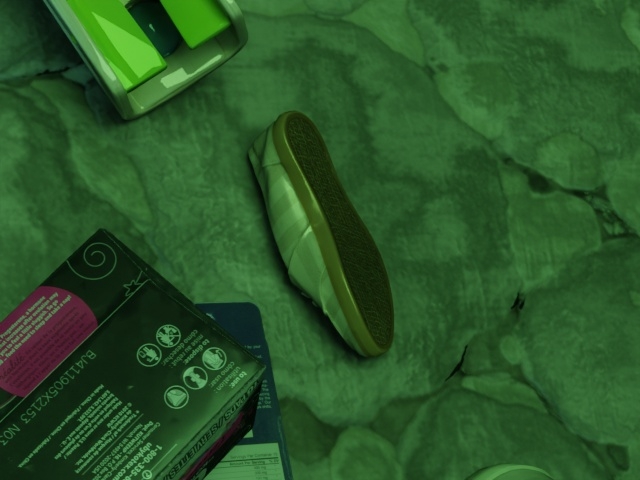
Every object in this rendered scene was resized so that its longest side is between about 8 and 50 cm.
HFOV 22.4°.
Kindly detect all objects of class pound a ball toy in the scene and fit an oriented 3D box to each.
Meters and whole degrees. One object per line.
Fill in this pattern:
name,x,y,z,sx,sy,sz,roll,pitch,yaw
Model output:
pound a ball toy,-0.232,-0.244,1.335,0.208,0.136,0.319,-34,83,-5

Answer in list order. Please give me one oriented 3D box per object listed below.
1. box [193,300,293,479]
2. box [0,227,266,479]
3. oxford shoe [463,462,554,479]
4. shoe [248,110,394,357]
box,-0.094,0.156,1.245,0.136,0.036,0.225,-1,66,-23
box,-0.178,0.147,1.127,0.163,0.142,0.247,40,68,11
oxford shoe,0.089,0.369,1.125,0.169,0.130,0.449,36,73,-34
shoe,0.000,0.000,1.352,0.076,0.058,0.219,-6,71,-57
